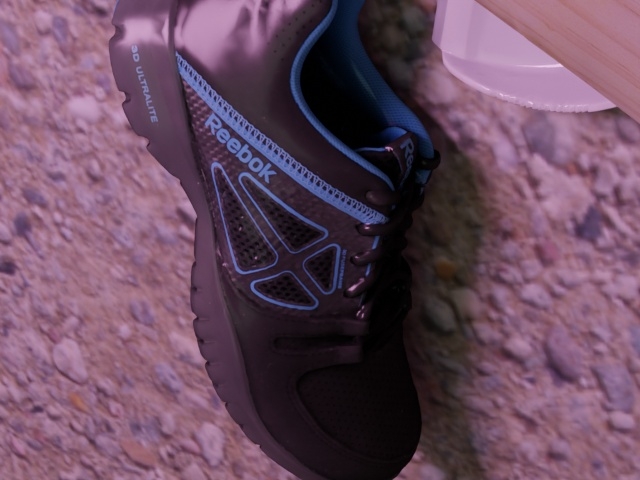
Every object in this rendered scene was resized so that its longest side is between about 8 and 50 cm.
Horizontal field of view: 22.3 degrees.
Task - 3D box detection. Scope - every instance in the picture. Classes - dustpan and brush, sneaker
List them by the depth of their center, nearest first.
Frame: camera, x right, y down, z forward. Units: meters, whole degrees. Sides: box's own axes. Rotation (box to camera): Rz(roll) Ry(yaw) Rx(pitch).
[{"bbox_3d":[0.148,-0.108,0.761,0.211,0.060,0.147,19,129,16],"label":"dustpan and brush"},{"bbox_3d":[0.000,0.000,0.901,0.140,0.125,0.341,-5,119,32],"label":"sneaker"}]

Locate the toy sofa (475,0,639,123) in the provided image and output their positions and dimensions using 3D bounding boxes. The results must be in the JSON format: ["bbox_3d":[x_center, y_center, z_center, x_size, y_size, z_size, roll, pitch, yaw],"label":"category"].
[{"bbox_3d":[0.126,-0.175,0.665,0.362,0.150,0.177,37,166,8],"label":"toy sofa"}]
